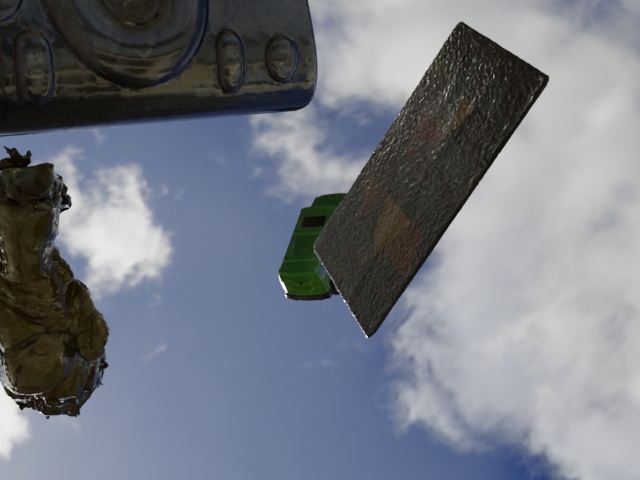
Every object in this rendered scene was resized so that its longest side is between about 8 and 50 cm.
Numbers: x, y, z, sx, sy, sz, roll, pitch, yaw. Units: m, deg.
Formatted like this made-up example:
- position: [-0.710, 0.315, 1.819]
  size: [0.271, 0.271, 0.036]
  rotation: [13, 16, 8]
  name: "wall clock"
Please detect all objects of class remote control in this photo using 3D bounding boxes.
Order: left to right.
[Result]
- position: [-0.148, -0.086, 0.335]
  size: [0.044, 0.377, 0.107]
  rotation: [-5, -85, 46]
  name: "remote control"

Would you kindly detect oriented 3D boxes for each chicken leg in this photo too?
- position: [-0.198, 0.043, 0.682]
  size: [0.088, 0.103, 0.227]
  rotation: [-4, -50, -20]
  name: "chicken leg"

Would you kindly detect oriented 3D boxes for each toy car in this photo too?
- position: [0.000, 0.000, 1.197]
  size: [0.071, 0.165, 0.062]
  rotation: [-2, -40, 27]
  name: "toy car"

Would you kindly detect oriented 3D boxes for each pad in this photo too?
- position: [0.068, -0.048, 0.675]
  size: [0.003, 0.143, 0.211]
  rotation: [24, -73, -28]
  name: "pad"
